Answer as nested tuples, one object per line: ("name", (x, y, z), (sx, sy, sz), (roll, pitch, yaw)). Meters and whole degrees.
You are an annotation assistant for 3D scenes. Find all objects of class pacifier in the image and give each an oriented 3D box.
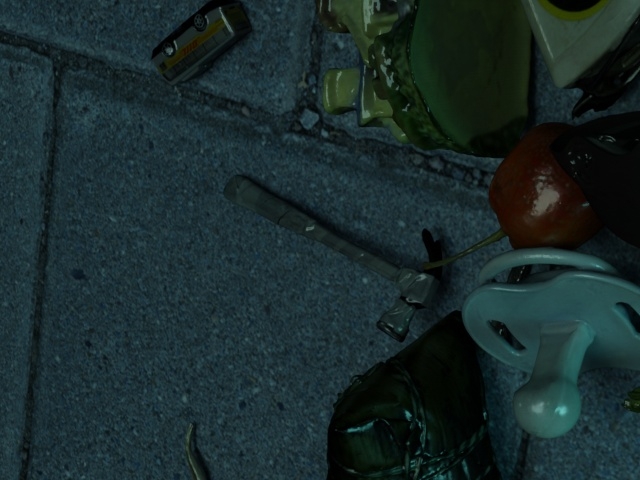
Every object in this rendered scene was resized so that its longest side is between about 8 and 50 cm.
("pacifier", (0.290, 0.134, 1.859), (0.287, 0.238, 0.225), (-10, 48, 36))

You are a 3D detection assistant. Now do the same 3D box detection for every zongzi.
("zongzi", (0.163, 0.340, 2.023), (0.362, 0.319, 0.383), (30, 135, 23))

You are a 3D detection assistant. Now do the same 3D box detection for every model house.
("model house", (0.101, -0.267, 1.938), (0.266, 0.261, 0.321), (4, 94, 45))

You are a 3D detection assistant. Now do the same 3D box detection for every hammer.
("hammer", (0.001, 0.000, 2.174), (0.427, 0.044, 0.152), (26, 83, 39))

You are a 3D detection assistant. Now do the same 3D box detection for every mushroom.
("mushroom", (-0.202, 0.448, 2.449), (0.068, 0.043, 0.306), (10, 103, 13))

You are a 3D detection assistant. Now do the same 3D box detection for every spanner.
("spanner", (0.261, 0.048, 2.010), (0.054, 0.015, 0.254), (33, 116, 34))

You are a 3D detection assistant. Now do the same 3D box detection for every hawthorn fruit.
("hawthorn fruit", (0.241, -0.028, 1.894), (0.285, 0.165, 0.165), (-36, 73, 18))

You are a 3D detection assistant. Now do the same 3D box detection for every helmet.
("helmet", (0.409, -0.073, 1.695), (0.305, 0.225, 0.177), (-11, 101, 64))

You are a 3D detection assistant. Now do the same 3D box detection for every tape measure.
("tape measure", (0.354, -0.313, 1.801), (0.231, 0.133, 0.271), (-30, 72, 48))

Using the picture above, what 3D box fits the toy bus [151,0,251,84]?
("toy bus", (-0.182, -0.300, 2.300), (0.172, 0.057, 0.072), (-33, 84, 38))

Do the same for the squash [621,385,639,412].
("squash", (0.511, 0.187, 1.778), (0.341, 0.094, 0.094), (-13, 88, 38))
